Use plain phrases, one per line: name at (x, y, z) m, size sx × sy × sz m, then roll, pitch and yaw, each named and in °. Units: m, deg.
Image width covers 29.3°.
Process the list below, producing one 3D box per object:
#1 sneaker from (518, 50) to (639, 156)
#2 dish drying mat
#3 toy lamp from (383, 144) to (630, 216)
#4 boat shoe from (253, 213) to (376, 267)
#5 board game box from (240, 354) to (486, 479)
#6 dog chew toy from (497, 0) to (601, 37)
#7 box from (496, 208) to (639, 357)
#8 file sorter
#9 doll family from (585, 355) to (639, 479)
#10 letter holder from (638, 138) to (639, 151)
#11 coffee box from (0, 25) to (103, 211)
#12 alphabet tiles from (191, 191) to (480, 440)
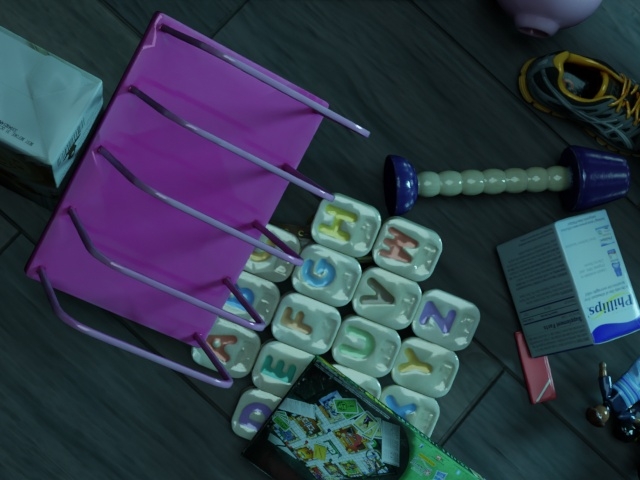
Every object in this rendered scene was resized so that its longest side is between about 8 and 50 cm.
sneaker at (0.337, -0.159, 1.413) m, size 0.214 × 0.083 × 0.084 m, roll 18°, pitch 78°, yaw -7°
dish drying mat at (0.244, 0.142, 1.390) m, size 0.032 × 0.008 × 0.083 m, roll -11°, pitch 83°, yaw -9°
toy lamp at (0.212, -0.065, 1.383) m, size 0.274 × 0.080 × 0.080 m, roll -4°, pitch 82°, yaw -8°
boat shoe at (0.000, 0.000, 1.345) m, size 0.177 × 0.064 × 0.060 m, roll 2°, pitch 83°, yaw -6°
board game box at (0.058, 0.251, 1.309) m, size 0.259 × 0.030 × 0.136 m, roll 38°, pitch 92°, yaw -6°
dog chew toy at (0.284, -0.393, 1.388) m, size 0.206 × 0.206 × 0.332 m, roll 17°, pitch 87°, yaw -6°
box at (0.272, 0.049, 1.345) m, size 0.072 × 0.126 × 0.137 m, roll -14°, pitch 84°, yaw -24°
file sorter at (-0.116, -0.034, 1.167) m, size 0.202 × 0.182 × 0.291 m, roll 26°, pitch 95°, yaw -25°
doll family at (0.371, 0.212, 1.371) m, size 0.111 × 0.076 × 0.193 m, roll -38°, pitch 84°, yaw -8°
letter holder at (0.533, -0.085, 1.336) m, size 0.302 × 0.214 × 0.152 m, roll 46°, pitch 43°, yaw 16°
coffee box at (-0.299, -0.118, 1.223) m, size 0.141 × 0.246 × 0.098 m, roll 29°, pitch 77°, yaw -4°
alphabet tiles at (0.017, 0.100, 1.312) m, size 0.278 × 0.021 × 0.284 m, roll 22°, pitch 97°, yaw -4°
